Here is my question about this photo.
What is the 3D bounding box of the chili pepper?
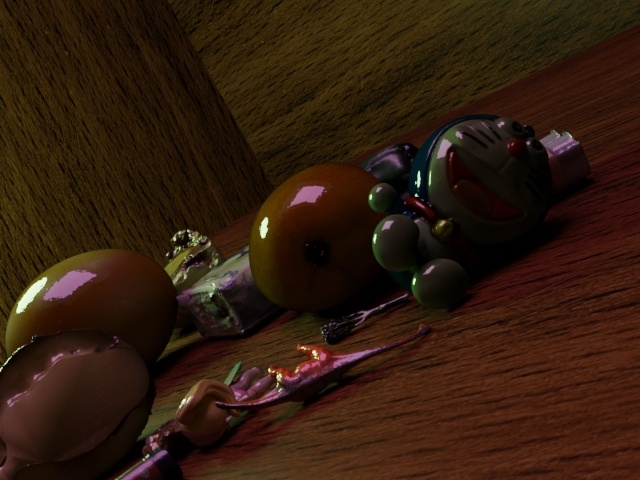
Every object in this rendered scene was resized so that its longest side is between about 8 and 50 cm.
[{"bbox_3d":[0.180,-0.093,1.775,0.261,0.174,0.165,-29,-17,14],"label":"chili pepper"}]

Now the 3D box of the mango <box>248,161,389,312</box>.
[{"bbox_3d":[0.000,0.000,1.625,0.264,0.221,0.378,-46,-1,-5],"label":"mango"}]

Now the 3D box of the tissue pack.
[{"bbox_3d":[-0.095,0.059,1.908,0.343,0.125,0.242,-36,11,-27],"label":"tissue pack"}]

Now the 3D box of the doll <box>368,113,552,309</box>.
[{"bbox_3d":[0.194,-0.050,1.339,0.322,0.198,0.186,-41,-2,-15],"label":"doll"}]

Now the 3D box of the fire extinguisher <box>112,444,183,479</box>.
[{"bbox_3d":[-0.245,0.314,1.137,0.177,0.050,0.062,-35,48,-26],"label":"fire extinguisher"}]

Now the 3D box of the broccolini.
[{"bbox_3d":[0.066,0.112,1.397,0.140,0.030,0.035,-25,-28,1],"label":"broccolini"}]

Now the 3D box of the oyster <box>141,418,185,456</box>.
[{"bbox_3d":[-0.204,0.271,1.318,0.121,0.045,0.146,-41,2,25],"label":"oyster"}]

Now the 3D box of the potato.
[{"bbox_3d":[-0.392,0.258,1.439,0.285,0.242,0.242,-52,14,-15],"label":"potato"}]

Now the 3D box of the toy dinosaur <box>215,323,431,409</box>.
[{"bbox_3d":[0.004,0.159,1.213,0.279,0.055,0.101,-29,17,-8],"label":"toy dinosaur"}]

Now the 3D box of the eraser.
[{"bbox_3d":[0.273,-0.069,1.539,0.290,0.087,0.171,-30,9,3],"label":"eraser"}]

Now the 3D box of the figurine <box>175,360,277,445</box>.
[{"bbox_3d":[-0.125,0.208,1.280,0.083,0.083,0.187,-23,3,40],"label":"figurine"}]

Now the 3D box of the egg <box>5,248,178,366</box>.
[{"bbox_3d":[-0.450,0.166,1.919,0.351,0.283,0.282,-36,10,-18],"label":"egg"}]

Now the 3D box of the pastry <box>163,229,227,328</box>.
[{"bbox_3d":[-0.302,0.113,2.207,0.237,0.170,0.256,-52,21,-7],"label":"pastry"}]
